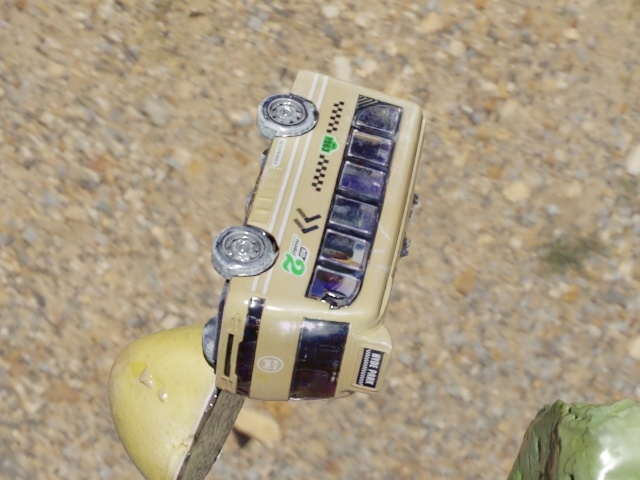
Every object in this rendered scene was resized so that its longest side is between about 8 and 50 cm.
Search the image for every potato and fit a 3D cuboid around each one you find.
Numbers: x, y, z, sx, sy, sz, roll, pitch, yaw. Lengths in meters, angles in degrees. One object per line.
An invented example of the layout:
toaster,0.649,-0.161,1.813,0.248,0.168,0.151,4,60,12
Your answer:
potato,-0.134,0.138,1.425,0.117,0.202,0.182,28,78,8

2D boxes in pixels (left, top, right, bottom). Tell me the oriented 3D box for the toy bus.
toy bus,0.000,0.000,1.332,0.157,0.289,0.139,13,136,3

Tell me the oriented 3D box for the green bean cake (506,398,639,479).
green bean cake,0.184,0.216,0.975,0.125,0.222,0.227,4,69,-6
